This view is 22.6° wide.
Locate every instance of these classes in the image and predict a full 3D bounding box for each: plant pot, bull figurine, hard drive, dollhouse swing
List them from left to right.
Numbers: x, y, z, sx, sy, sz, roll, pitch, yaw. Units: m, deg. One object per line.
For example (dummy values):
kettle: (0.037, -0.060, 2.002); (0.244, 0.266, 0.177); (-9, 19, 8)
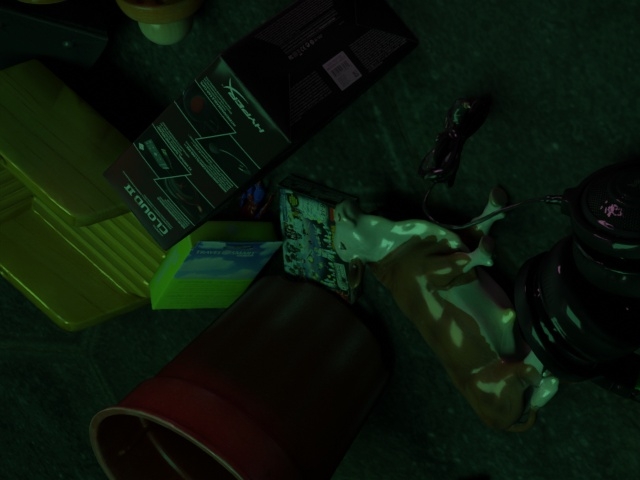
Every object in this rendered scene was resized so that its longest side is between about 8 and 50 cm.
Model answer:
dollhouse swing: (-0.383, 0.013, 1.874); (0.315, 0.305, 0.347); (41, 154, 8)
hard drive: (-0.358, -0.221, 1.841); (0.172, 0.054, 0.255); (14, 158, -25)
plant pot: (-0.072, 0.197, 1.815); (0.272, 0.265, 0.272); (27, 145, 21)
bull figurine: (0.147, 0.058, 1.651); (0.310, 0.101, 0.188); (52, 139, -4)

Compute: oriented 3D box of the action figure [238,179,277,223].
action figure: (-0.073, -0.053, 1.816); (0.038, 0.030, 0.115); (39, 145, 19)

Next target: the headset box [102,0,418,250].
headset box: (-0.071, -0.124, 1.608); (0.110, 0.218, 0.293); (51, 141, -2)

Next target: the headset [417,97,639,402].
headset: (0.276, 0.006, 1.502); (0.394, 0.185, 0.243); (28, 134, 0)

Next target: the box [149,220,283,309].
box: (-0.123, 0.026, 1.853); (0.178, 0.109, 0.042); (129, 135, -54)

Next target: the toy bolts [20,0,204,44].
toy bolts: (-0.251, -0.282, 1.674); (0.228, 0.218, 0.158); (43, 150, 34)

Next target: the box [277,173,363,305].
box: (0.000, 0.000, 1.794); (0.094, 0.027, 0.137); (20, 133, 29)
